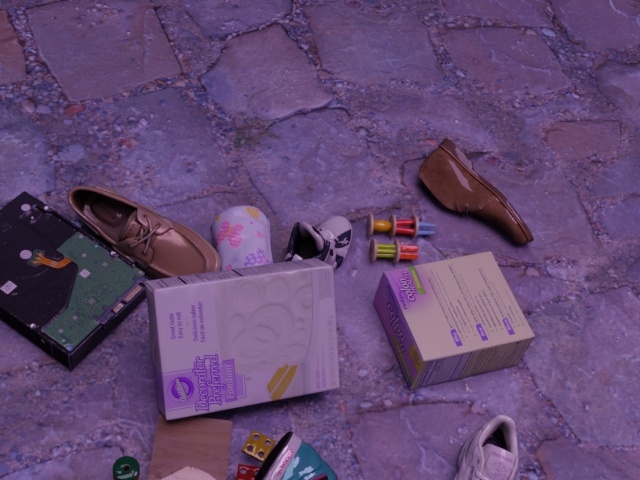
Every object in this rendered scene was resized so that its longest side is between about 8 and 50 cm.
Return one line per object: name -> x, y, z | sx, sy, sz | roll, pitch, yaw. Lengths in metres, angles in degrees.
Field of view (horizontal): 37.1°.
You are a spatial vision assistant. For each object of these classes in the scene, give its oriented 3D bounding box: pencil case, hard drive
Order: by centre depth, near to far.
hard drive -> -0.531, 0.071, 1.853 | 0.339, 0.064, 0.237 | 31, 54, 14
pencil case -> -0.140, 0.059, 1.898 | 0.124, 0.113, 0.273 | -22, 54, 6

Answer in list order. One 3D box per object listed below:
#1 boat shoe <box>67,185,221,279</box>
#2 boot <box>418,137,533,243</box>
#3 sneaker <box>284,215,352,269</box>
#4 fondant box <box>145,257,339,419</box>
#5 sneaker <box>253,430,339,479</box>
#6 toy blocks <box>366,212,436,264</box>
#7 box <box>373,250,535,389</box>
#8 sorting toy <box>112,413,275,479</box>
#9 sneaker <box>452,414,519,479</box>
boat shoe -> -0.356, -0.006, 1.890 | 0.341, 0.110, 0.121 | 27, 88, 18
boot -> 0.345, -0.085, 2.134 | 0.115, 0.112, 0.305 | -43, 72, -1
sneaker -> 0.000, 0.000, 1.948 | 0.094, 0.153, 0.235 | 37, 55, 16
fondant box -> -0.137, 0.173, 1.728 | 0.331, 0.238, 0.096 | -7, 11, -19
sneaker -> -0.059, 0.489, 1.588 | 0.178, 0.124, 0.295 | 34, 75, -4
toy blocks -> 0.178, -0.003, 2.046 | 0.148, 0.054, 0.123 | 2, 52, -9
box -> 0.260, 0.156, 1.900 | 0.243, 0.117, 0.213 | -10, 55, -18
sorting toy -> -0.219, 0.381, 1.682 | 0.275, 0.046, 0.132 | 7, 52, -5
sneaker -> 0.273, 0.437, 1.663 | 0.114, 0.152, 0.305 | 20, 53, 2
